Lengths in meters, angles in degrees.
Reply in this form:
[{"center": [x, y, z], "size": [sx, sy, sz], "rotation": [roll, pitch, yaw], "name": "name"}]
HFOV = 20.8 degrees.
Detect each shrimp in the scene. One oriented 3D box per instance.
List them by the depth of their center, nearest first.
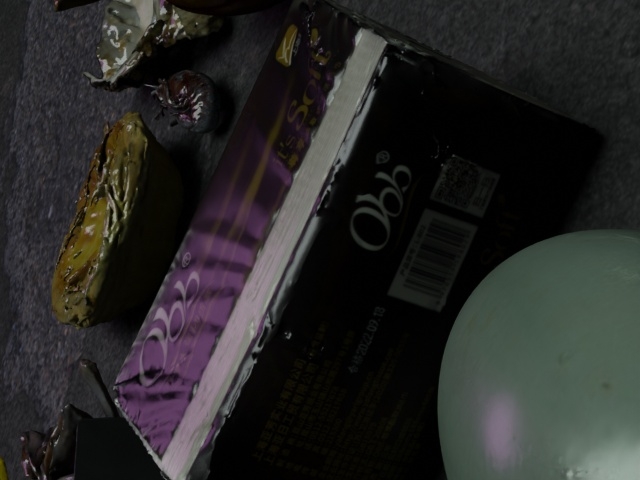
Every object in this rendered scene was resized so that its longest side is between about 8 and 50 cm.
[{"center": [-0.146, -0.149, 1.853], "size": [0.165, 0.056, 0.065], "rotation": [14, 91, 64], "name": "shrimp"}]

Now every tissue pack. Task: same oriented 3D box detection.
[{"center": [0.022, 0.019, 1.299], "size": [0.370, 0.210, 0.198], "rotation": [-63, 26, 9], "name": "tissue pack"}]

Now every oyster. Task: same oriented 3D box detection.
[{"center": [-0.186, -0.257, 1.966], "size": [0.214, 0.083, 0.223], "rotation": [-37, 37, 39], "name": "oyster"}]

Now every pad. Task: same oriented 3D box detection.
[{"center": [-0.174, 0.246, 1.608], "size": [0.004, 0.116, 0.193], "rotation": [81, -173, -55], "name": "pad"}]

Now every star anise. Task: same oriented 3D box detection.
[{"center": [-0.241, 0.244, 1.727], "size": [0.231, 0.089, 0.209], "rotation": [-60, 41, 28], "name": "star anise"}]

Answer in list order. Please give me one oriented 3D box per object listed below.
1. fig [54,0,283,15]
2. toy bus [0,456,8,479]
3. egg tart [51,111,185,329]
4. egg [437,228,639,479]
[{"center": [-0.120, -0.299, 1.751], "size": [0.249, 0.186, 0.204], "rotation": [-34, 38, 30], "name": "fig"}, {"center": [-0.361, 0.302, 1.709], "size": [0.330, 0.144, 0.152], "rotation": [112, 154, -65], "name": "toy bus"}, {"center": [-0.211, -0.015, 1.842], "size": [0.232, 0.098, 0.252], "rotation": [-48, 31, 45], "name": "egg tart"}, {"center": [0.182, 0.113, 0.938], "size": [0.230, 0.230, 0.371], "rotation": [-62, 24, 13], "name": "egg"}]
